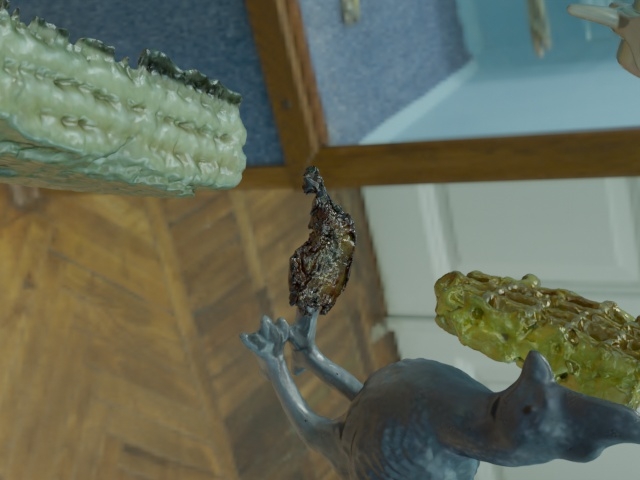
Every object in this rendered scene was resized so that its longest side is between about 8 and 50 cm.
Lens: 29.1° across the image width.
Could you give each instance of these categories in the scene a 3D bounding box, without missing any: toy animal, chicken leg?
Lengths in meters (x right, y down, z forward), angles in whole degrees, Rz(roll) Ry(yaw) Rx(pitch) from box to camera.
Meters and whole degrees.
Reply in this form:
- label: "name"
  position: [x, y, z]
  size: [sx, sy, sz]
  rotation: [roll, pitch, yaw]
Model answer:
- label: "toy animal"
  position: [0.035, 0.126, 0.766]
  size: [0.081, 0.206, 0.367]
  rotation: [-37, 166, -35]
- label: "chicken leg"
  position: [0.001, 0.002, 0.685]
  size: [0.036, 0.021, 0.083]
  rotation: [9, 89, -14]

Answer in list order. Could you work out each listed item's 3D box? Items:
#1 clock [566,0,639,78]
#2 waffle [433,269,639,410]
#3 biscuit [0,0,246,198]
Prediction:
- label: "clock"
  position: [0.375, -0.163, 1.019]
  size: [0.265, 0.324, 0.108]
  rotation: [-21, 129, -59]
- label: "waffle"
  position: [0.214, 0.079, 1.149]
  size: [0.229, 0.219, 0.057]
  rotation: [-13, 120, -64]
- label: "biscuit"
  position: [-0.139, -0.048, 0.376]
  size: [0.252, 0.150, 0.052]
  rotation: [15, 82, -67]
